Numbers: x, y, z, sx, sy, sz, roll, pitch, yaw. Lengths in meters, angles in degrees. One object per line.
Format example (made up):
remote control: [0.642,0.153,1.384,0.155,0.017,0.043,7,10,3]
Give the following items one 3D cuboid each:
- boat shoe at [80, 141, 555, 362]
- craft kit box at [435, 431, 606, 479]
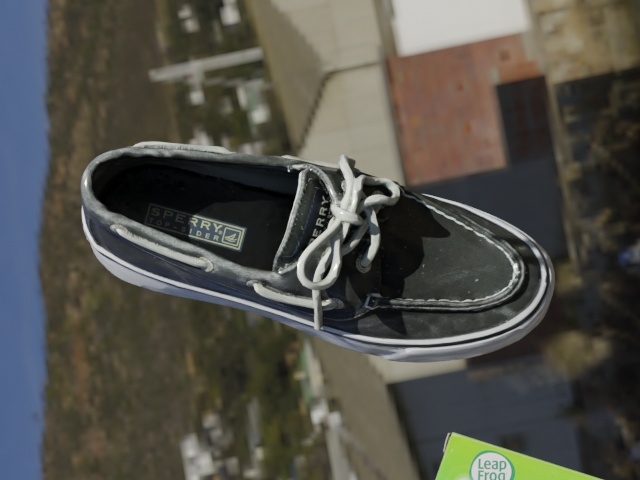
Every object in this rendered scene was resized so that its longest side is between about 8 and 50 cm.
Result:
boat shoe: [0.001,-0.004,1.046,0.105,0.306,0.113,100,-174,-72]
craft kit box: [0.141,0.244,0.827,0.061,0.250,0.246,77,-147,-60]
